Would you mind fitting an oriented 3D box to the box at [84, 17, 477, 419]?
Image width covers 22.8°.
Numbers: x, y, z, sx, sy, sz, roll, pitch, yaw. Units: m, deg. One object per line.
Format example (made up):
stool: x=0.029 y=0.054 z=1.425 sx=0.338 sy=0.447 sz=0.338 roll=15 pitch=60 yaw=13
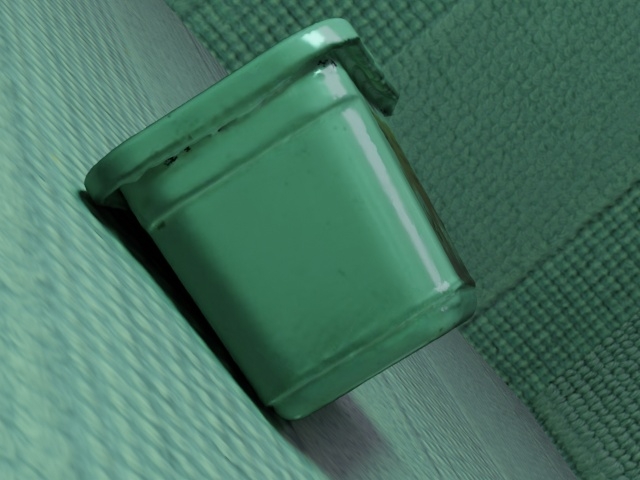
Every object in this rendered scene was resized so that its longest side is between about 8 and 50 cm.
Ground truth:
box: x=0.000 y=0.000 z=0.990 sx=0.182 sy=0.175 sz=0.312 roll=60 pitch=6 yaw=4
